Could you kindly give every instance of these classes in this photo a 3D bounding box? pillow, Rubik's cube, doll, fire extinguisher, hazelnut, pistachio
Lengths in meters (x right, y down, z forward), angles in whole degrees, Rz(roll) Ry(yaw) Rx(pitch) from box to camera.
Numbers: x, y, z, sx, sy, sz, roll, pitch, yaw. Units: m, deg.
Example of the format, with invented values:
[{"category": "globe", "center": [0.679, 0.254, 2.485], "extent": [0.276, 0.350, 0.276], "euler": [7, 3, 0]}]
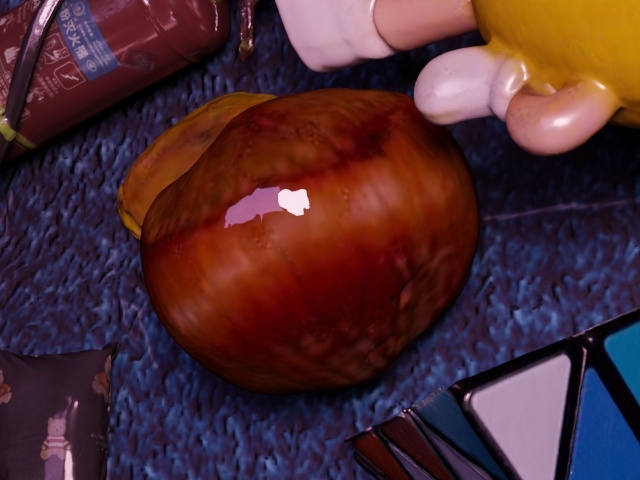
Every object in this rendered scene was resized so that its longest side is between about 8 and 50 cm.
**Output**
[{"category": "pillow", "center": [-0.177, 0.137, 1.030], "extent": [0.090, 0.048, 0.150], "euler": [-11, 66, 26]}, {"category": "Rubik's cube", "center": [0.183, 0.155, 0.840], "extent": [0.250, 0.284, 0.234], "euler": [-22, 81, -18]}, {"category": "doll", "center": [0.167, -0.174, 0.853], "extent": [0.423, 0.161, 0.348], "euler": [-17, 42, 30]}, {"category": "fire extinguisher", "center": [-0.171, -0.117, 1.087], "extent": [0.341, 0.105, 0.141], "euler": [-25, 78, 18]}, {"category": "hazelnut", "center": [0.000, 0.000, 0.927], "extent": [0.204, 0.178, 0.178], "euler": [-33, 56, -23]}, {"category": "pistachio", "center": [-0.071, -0.054, 1.043], "extent": [0.173, 0.049, 0.089], "euler": [-17, 65, 20]}]
